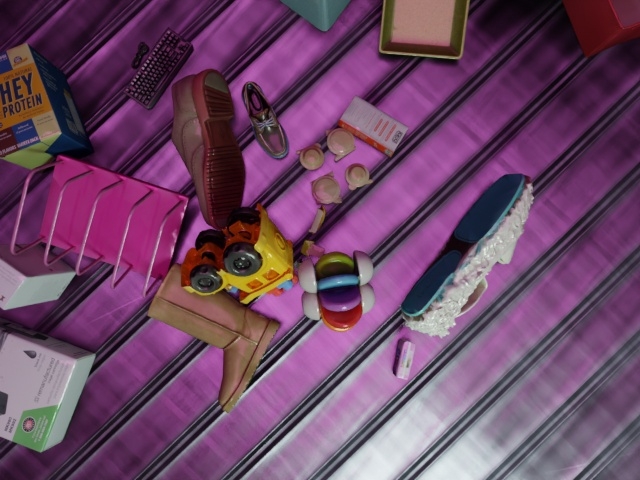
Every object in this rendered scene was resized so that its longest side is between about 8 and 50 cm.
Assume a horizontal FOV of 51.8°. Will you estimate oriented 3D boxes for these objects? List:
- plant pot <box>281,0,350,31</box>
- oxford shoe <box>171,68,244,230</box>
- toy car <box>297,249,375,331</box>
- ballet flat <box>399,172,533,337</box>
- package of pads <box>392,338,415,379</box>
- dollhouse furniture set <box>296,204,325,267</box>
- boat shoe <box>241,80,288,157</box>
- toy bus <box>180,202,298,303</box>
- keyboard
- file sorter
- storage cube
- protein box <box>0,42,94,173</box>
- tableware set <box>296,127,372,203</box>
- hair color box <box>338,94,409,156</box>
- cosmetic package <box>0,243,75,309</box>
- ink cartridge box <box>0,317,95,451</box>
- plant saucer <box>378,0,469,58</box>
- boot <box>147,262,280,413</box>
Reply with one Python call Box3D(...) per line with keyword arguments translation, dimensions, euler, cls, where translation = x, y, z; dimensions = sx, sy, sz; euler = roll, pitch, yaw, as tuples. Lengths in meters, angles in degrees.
Box3D(translation=(-0.014, -0.648, 1.394), dimensions=(0.247, 0.252, 0.248), euler=(37, 89, 2), cls="plant pot")
Box3D(translation=(-0.257, -0.194, 1.463), dimensions=(0.130, 0.123, 0.348), euler=(-3, 92, 32), cls="oxford shoe")
Box3D(translation=(0.039, 0.114, 1.392), dimensions=(0.159, 0.136, 0.182), euler=(-8, 124, -3), cls="toy car")
Box3D(translation=(0.333, 0.041, 1.434), dimensions=(0.147, 0.147, 0.409), euler=(39, 91, 2), cls="ballet flat")
Box3D(translation=(0.183, 0.260, 1.447), dimensions=(0.032, 0.050, 0.083), euler=(13, 87, -4), cls="package of pads")
Box3D(translation=(0.000, 0.000, 1.452), dimensions=(0.059, 0.076, 0.151), euler=(21, 98, 4), cls="dollhouse furniture set")
Box3D(translation=(-0.130, -0.269, 1.469), dimensions=(0.066, 0.066, 0.183), euler=(-29, 87, 0), cls="boat shoe")
Box3D(translation=(-0.156, 0.060, 1.409), dimensions=(0.220, 0.149, 0.211), euler=(-29, 127, 20), cls="toy bus")
Box3D(translation=(-0.382, -0.400, 1.501), dimensions=(0.108, 0.023, 0.180), euler=(35, 87, 2), cls="keyboard")
Box3D(translation=(-0.454, -0.026, 1.366), dimensions=(0.291, 0.182, 0.202), euler=(18, 105, -4), cls="file sorter")
Box3D(translation=(0.650, -0.531, 1.409), dimensions=(0.184, 0.193, 0.215), euler=(-22, 88, 0), cls="storage cube")
Box3D(translation=(-0.612, -0.274, 1.409), dimensions=(0.136, 0.200, 0.201), euler=(-22, 87, -1), cls="protein box")
Box3D(translation=(0.030, -0.167, 1.483), dimensions=(0.141, 0.020, 0.168), euler=(-22, 82, -6), cls="tableware set")
Box3D(translation=(0.118, -0.255, 1.473), dimensions=(0.141, 0.043, 0.072), euler=(32, 80, 3), cls="hair color box")
Box3D(translation=(-0.622, 0.070, 1.376), dimensions=(0.117, 0.231, 0.085), euler=(35, 91, 2), cls="cosmetic package")
Box3D(translation=(-0.672, 0.297, 1.421), dimensions=(0.289, 0.121, 0.211), euler=(20, 87, 2), cls="ink cartridge box")
Box3D(translation=(0.231, -0.507, 1.469), dimensions=(0.188, 0.045, 0.188), euler=(5, 104, 1), cls="plant saucer")
Box3D(translation=(-0.254, 0.212, 1.441), dimensions=(0.270, 0.089, 0.236), euler=(27, 75, 1), cls="boot")
